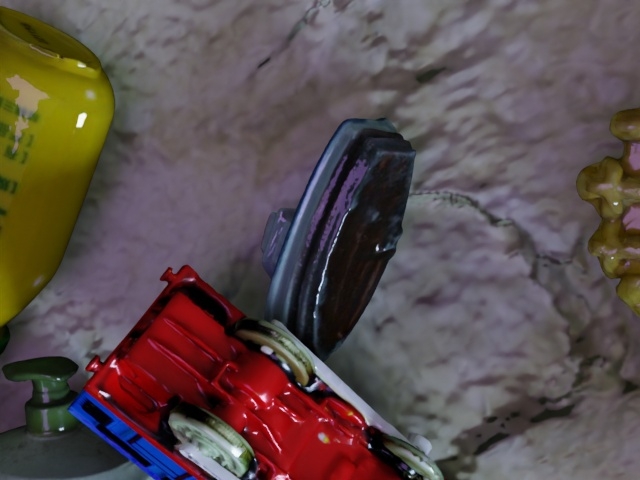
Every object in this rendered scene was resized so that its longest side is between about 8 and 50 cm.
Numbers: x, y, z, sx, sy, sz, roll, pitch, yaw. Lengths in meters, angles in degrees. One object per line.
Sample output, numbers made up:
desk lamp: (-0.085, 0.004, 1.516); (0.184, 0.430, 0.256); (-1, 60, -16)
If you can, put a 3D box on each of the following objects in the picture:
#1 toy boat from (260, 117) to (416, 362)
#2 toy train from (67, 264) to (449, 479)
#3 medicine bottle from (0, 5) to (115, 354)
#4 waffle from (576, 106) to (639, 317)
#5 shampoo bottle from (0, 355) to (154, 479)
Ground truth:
toy boat: (0.000, 0.000, 0.530); (0.066, 0.059, 0.140); (35, 115, 42)
toy train: (-0.024, 0.108, 0.526); (0.204, 0.083, 0.131); (40, 153, -5)
medicine bottle: (-0.207, 0.020, 0.602); (0.111, 0.076, 0.309); (34, 113, 25)
waffle: (0.213, -0.003, 0.446); (0.194, 0.051, 0.149); (41, 112, 14)
shampoo bottle: (-0.148, 0.183, 0.606); (0.118, 0.087, 0.234); (1, 101, 24)
